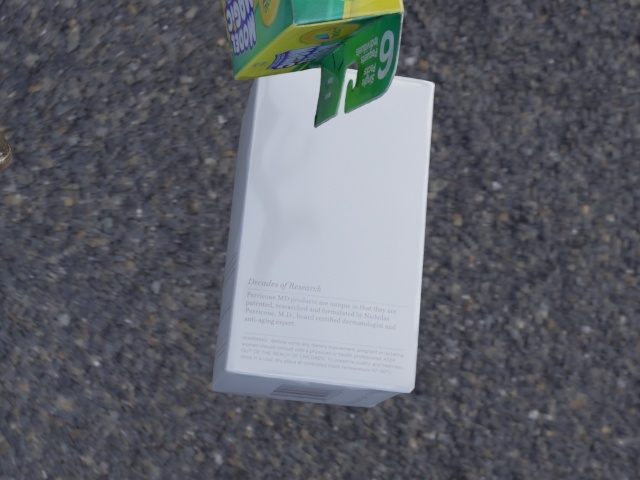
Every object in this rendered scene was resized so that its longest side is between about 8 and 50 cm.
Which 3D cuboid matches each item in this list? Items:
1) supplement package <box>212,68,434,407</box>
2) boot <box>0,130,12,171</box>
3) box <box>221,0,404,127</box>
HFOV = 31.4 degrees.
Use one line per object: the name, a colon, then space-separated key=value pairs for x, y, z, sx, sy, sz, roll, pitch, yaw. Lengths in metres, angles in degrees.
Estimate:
supplement package: x=0.000 y=0.000 z=0.666 sx=0.105 sy=0.105 sz=0.179 roll=7 pitch=76 yaw=-7
boot: x=-0.314 y=-0.094 z=0.752 sx=0.219 sy=0.082 sz=0.106 roll=1 pitch=123 yaw=-19
box: x=-0.015 y=-0.132 z=0.410 sx=0.043 sy=0.105 sz=0.179 roll=-12 pitch=91 yaw=-15
